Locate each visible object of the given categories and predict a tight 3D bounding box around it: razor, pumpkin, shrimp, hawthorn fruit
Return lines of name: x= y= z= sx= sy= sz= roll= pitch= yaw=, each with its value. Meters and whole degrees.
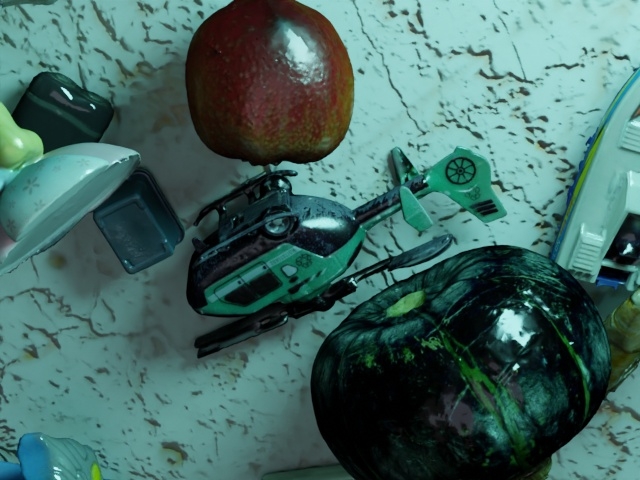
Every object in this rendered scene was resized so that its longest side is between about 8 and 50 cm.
razor: x=-0.279 y=-0.095 z=1.918 sx=0.090 sy=0.054 sz=0.148 roll=30 pitch=111 yaw=-10
pumpkin: x=0.148 y=0.147 z=1.904 sx=0.315 sy=0.315 sz=0.238 roll=-29 pitch=95 yaw=12
shrimp: x=0.348 y=0.110 z=2.010 sx=0.169 sy=0.058 sz=0.296 roll=-1 pitch=145 yaw=-32
hawthorn fruit: x=-0.047 y=-0.165 z=1.833 sx=0.169 sy=0.169 sz=0.188 roll=4 pitch=104 yaw=-3

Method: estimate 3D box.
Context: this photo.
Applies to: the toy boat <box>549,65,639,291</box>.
toy boat: x=0.333 y=-0.082 z=1.910 sx=0.129 sy=0.088 sz=0.295 roll=12 pitch=116 yaw=-12

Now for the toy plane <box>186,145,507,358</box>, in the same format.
toy plane: x=0.000 y=0.000 z=1.946 sx=0.381 sy=0.106 sz=0.155 roll=-29 pitch=119 yaw=12

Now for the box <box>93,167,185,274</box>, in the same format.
box: x=-0.192 y=-0.016 z=1.956 sx=0.074 sy=0.054 sz=0.099 roll=-25 pitch=114 yaw=13

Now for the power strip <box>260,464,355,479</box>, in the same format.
power strip: x=0.024 y=0.291 z=2.116 sx=0.192 sy=0.035 sz=0.081 roll=-9 pitch=115 yaw=3

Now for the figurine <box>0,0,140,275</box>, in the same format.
figurine: x=-0.305 y=-0.169 z=1.788 sx=0.316 sy=0.206 sz=0.284 roll=48 pitch=120 yaw=3

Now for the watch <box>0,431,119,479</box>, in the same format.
watch: x=-0.348 y=0.345 z=2.047 sx=0.274 sy=0.241 sz=0.305 roll=-3 pitch=116 yaw=16
